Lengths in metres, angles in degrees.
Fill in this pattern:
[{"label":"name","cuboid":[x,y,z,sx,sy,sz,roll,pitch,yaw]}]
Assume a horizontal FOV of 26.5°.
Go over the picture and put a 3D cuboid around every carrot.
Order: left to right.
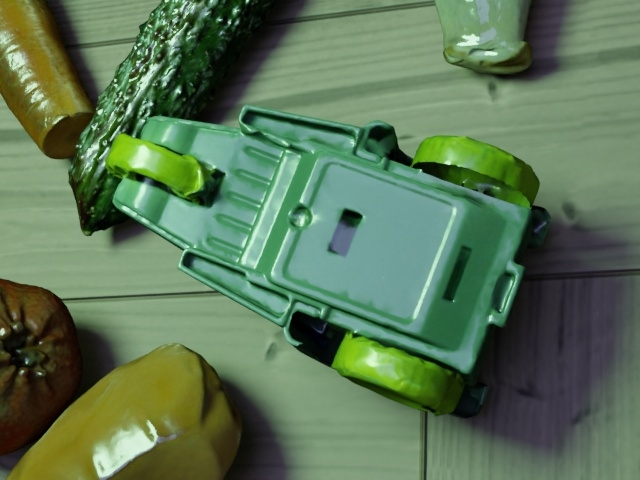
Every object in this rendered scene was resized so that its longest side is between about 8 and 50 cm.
[{"label":"carrot","cuboid":[-0.272,-0.164,1.258,0.087,0.087,0.193,-29,70,10]}]

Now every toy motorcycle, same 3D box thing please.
[{"label":"toy motorcycle","cuboid":[0.000,0.000,1.054,0.326,0.200,0.191,20,82,14]}]

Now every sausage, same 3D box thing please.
[{"label":"sausage","cuboid":[-0.167,0.189,1.088,0.241,0.120,0.136,-43,31,2]}]

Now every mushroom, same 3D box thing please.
[{"label":"mushroom","cuboid":[0.115,-0.302,1.146,0.109,0.097,0.351,-20,71,15]}]

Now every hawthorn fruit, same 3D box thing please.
[{"label":"hawthorn fruit","cuboid":[-0.319,0.140,1.174,0.285,0.165,0.165,-41,59,41]}]

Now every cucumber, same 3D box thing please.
[{"label":"cucumber","cuboid":[-0.121,-0.164,1.199,0.096,0.096,0.359,34,91,26]}]
